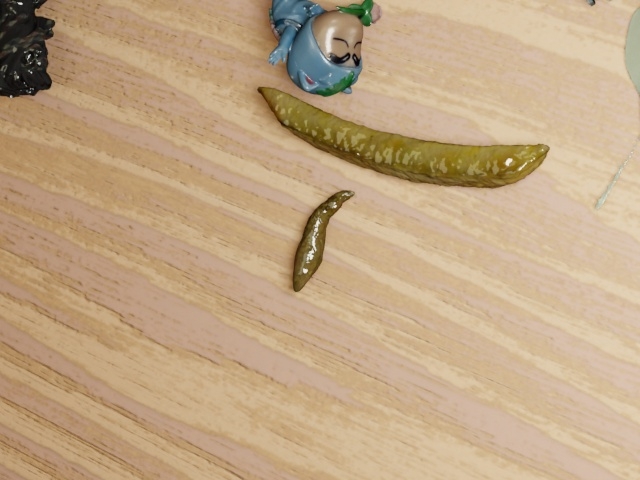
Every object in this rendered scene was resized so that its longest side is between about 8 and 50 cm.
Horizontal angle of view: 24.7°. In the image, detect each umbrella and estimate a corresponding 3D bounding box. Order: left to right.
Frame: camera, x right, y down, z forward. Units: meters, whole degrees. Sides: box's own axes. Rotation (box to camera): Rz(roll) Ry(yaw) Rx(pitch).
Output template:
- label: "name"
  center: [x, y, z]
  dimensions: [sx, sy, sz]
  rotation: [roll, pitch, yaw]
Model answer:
- label: "umbrella"
  center: [-0.438, -0.344, 2.109]
  dimensions: [0.122, 0.110, 0.272]
  rotation: [-13, 79, 26]

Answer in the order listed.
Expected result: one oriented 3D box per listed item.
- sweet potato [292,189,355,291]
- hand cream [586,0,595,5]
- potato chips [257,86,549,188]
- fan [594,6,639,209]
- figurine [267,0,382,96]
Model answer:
- label: "sweet potato"
  center: [-0.005, -0.004, 1.924]
  dimensions: [0.041, 0.038, 0.153]
  rotation: [26, 92, 2]
- label: "hand cream"
  center: [0.399, -0.340, 1.731]
  dimensions: [0.194, 0.042, 0.067]
  rotation: [-29, 69, 18]
- label: "potato chips"
  center: [0.094, -0.122, 1.864]
  dimensions: [0.407, 0.057, 0.080]
  rotation: [15, 89, 25]
- label: "fan"
  center: [0.411, -0.167, 1.734]
  dimensions: [0.182, 0.010, 0.310]
  rotation: [37, 102, 21]
- label: "figurine"
  center: [0.000, -0.278, 1.892]
  dimensions: [0.144, 0.114, 0.178]
  rotation: [-41, 64, 18]
